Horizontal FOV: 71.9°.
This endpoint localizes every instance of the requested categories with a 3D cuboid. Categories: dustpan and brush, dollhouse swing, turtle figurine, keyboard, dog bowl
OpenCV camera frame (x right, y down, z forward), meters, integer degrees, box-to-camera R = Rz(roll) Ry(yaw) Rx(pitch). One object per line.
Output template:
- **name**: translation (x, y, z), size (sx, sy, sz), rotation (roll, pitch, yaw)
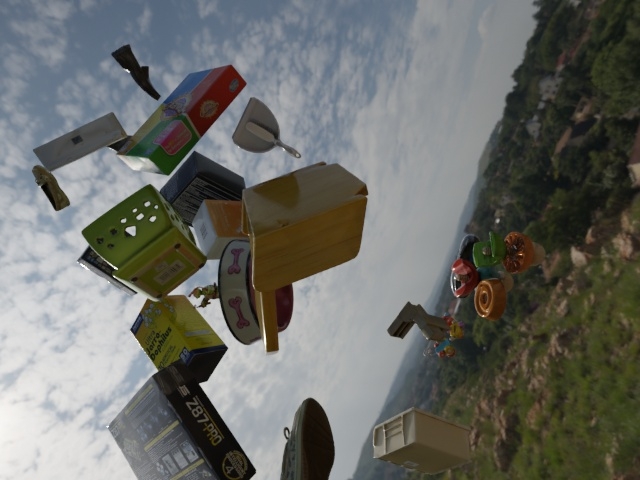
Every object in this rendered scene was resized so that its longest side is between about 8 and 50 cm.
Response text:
- **dustpan and brush**: translation (-0.143, -0.294, 1.257), size (0.147, 0.211, 0.060), rotation (-59, 3, 20)
- **dollhouse swing**: translation (-0.038, 0.035, 1.015), size (0.347, 0.315, 0.304), rotation (-124, 15, -66)
- **turtle figurine**: translation (-0.418, 0.216, 1.770), size (0.269, 0.217, 0.087), rotation (124, 147, -59)
- **keyboard**: translation (-0.651, -0.263, 1.195), size (0.014, 0.256, 0.072), rotation (-90, -23, -70)
- **dog bowl**: translation (-0.227, 0.185, 1.683), size (0.408, 0.150, 0.407), rotation (-10, -90, -76)

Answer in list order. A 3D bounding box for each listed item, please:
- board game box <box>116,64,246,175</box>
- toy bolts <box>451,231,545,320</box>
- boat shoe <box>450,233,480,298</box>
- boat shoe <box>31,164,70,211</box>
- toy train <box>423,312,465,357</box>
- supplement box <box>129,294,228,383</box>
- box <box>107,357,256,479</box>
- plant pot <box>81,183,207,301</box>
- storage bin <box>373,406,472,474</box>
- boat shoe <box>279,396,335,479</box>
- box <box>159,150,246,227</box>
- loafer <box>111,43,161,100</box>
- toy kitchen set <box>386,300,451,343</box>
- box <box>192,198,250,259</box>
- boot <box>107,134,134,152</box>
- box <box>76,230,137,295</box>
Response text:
- **board game box**: translation (-0.364, -0.312, 1.144), size (0.316, 0.242, 0.064), rotation (-56, -50, -17)
- **toy bolts**: translation (0.455, 0.105, 1.114), size (0.228, 0.159, 0.218), rotation (119, 156, -68)
- **boat shoe**: translation (0.476, 0.094, 1.436), size (0.076, 0.080, 0.228), rotation (-46, -32, -66)
- **boat shoe**: translation (-0.853, -0.164, 1.383), size (0.153, 0.056, 0.048), rotation (63, -147, -18)
- **toy train**: translation (0.393, 0.302, 1.373), size (0.166, 0.046, 0.125), rotation (-54, 15, -27)
- **supplement box**: translation (-0.593, 0.411, 1.842), size (0.194, 0.356, 0.195), rotation (-57, -29, 14)
- **box**: translation (-0.365, 0.515, 1.098), size (0.097, 0.318, 0.395), rotation (-28, -14, -51)
- **plant pot**: translation (-0.461, 0.023, 1.213), size (0.228, 0.207, 0.227), rotation (-39, -29, -10)
- **storage bin**: translation (0.370, 0.752, 1.633), size (0.260, 0.262, 0.123), rotation (-49, 24, 42)
- **boat shoe**: translation (-0.038, 0.422, 0.804), size (0.089, 0.104, 0.285), rotation (-31, 26, 23)
- **box**: translation (-0.553, -0.218, 2.101), size (0.294, 0.182, 0.296), rotation (-39, -43, 24)
- **loafer**: translation (-0.522, -0.487, 1.284), size (0.061, 0.062, 0.170), rotation (-43, -61, -6)
- **toy kitchen set**: translation (0.182, 0.168, 0.794), size (0.068, 0.083, 0.075), rotation (18, -66, -34)
- **box**: translation (-0.369, -0.048, 2.006), size (0.345, 0.215, 0.168), rotation (-1, -37, -39)
- **boot**: translation (-0.682, -0.356, 1.532), size (0.077, 0.137, 0.198), rotation (-57, 21, 20)
- **box**: translation (-0.736, 0.066, 1.627), size (0.233, 0.059, 0.183), rotation (44, -134, -29)
